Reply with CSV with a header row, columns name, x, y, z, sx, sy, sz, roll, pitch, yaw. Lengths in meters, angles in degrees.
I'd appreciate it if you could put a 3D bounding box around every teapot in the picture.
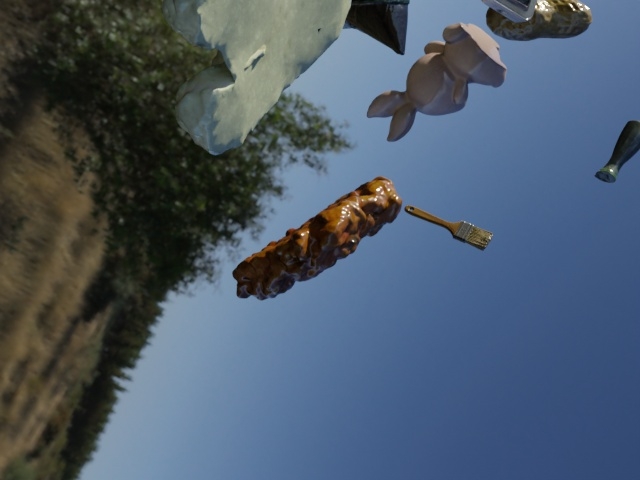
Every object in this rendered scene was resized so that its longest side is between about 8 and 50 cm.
name,x,y,z,sx,sy,sz,roll,pitch,yaw
teapot,0.483,-0.139,1.342,0.110,0.043,0.043,-53,-172,-12

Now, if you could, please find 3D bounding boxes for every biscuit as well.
name,x,y,z,sx,sy,sz,roll,pitch,yaw
biscuit,0.000,0.000,1.706,0.312,0.110,0.318,-33,-177,-43

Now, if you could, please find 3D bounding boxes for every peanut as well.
name,x,y,z,sx,sy,sz,roll,pitch,yaw
peanut,0.466,-0.472,1.785,0.108,0.226,0.095,-92,-177,-54

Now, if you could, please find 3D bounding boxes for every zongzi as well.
name,x,y,z,sx,sy,sz,roll,pitch,yaw
zongzi,0.134,-0.624,2.012,0.362,0.319,0.383,52,-39,44

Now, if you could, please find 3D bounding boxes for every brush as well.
name,x,y,z,sx,sy,sz,roll,pitch,yaw
brush,0.231,-0.029,1.534,0.043,0.170,0.014,-55,159,-30

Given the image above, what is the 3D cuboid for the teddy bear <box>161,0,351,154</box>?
name,x,y,z,sx,sy,sz,roll,pitch,yaw
teddy bear,-0.158,-0.321,1.045,0.375,0.362,0.327,-43,146,-37

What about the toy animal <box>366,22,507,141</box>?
name,x,y,z,sx,sy,sz,roll,pitch,yaw
toy animal,0.175,-0.238,1.286,0.212,0.124,0.124,-36,-160,26

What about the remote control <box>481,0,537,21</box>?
name,x,y,z,sx,sy,sz,roll,pitch,yaw
remote control,0.336,-0.489,1.364,0.034,0.103,0.250,15,-95,59
